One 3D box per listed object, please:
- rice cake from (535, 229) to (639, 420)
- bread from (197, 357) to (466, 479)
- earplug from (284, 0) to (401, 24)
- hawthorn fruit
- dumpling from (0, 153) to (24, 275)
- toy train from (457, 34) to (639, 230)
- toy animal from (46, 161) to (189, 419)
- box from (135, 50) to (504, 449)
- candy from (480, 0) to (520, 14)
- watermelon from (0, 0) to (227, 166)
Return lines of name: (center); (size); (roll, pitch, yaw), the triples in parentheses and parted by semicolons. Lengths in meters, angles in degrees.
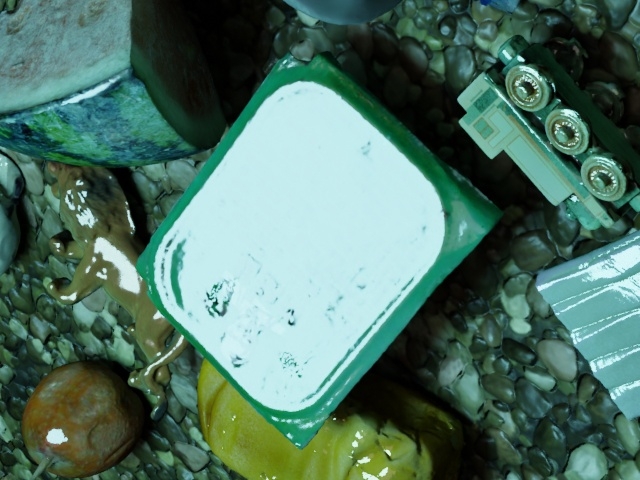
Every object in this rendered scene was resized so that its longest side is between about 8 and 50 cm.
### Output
rice cake: (0.315, 0.068, 1.370); (0.198, 0.037, 0.189); (-37, 87, 43)
bread: (0.006, 0.211, 1.629); (0.294, 0.132, 0.167); (30, 121, 25)
earplug: (0.042, -0.322, 1.282); (0.325, 0.214, 0.175); (-50, 54, 51)
hawthorn fruit: (-0.295, 0.227, 1.854); (0.149, 0.189, 0.149); (2, 109, 6)
dumpling: (-0.438, -0.026, 1.887); (0.150, 0.092, 0.176); (27, 125, 22)
toy train: (0.216, -0.091, 1.346); (0.194, 0.081, 0.125); (50, 143, 4)
toy animal: (-0.227, 0.038, 1.756); (0.312, 0.097, 0.157); (50, 127, 5)
box: (0.000, 0.000, 1.509); (0.264, 0.106, 0.337); (45, 118, 13)
candy: (0.167, -0.251, 1.306); (0.088, 0.038, 0.136); (24, 134, -23)
watermelon: (-0.189, -0.186, 1.524); (0.250, 0.283, 0.292); (35, 108, 33)
